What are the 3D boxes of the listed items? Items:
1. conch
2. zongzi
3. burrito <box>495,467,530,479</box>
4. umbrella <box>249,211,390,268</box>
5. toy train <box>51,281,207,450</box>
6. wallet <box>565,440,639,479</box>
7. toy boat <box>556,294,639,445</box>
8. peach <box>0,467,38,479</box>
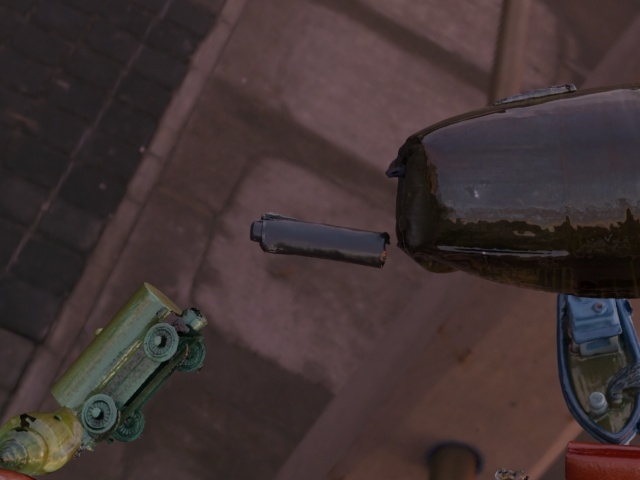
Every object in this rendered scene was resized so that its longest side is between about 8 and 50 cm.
[{"bbox_3d":[-0.390,0.280,1.713,0.095,0.079,0.201,46,25,18],"label":"conch"},{"bbox_3d":[0.286,-0.043,1.282,0.403,0.207,0.432,-4,-2,11],"label":"zongzi"},{"bbox_3d":[0.236,0.330,1.476,0.045,0.185,0.041,5,49,27],"label":"burrito"},{"bbox_3d":[0.000,0.002,1.157,0.133,0.031,0.036,8,53,-8],"label":"umbrella"},{"bbox_3d":[-0.332,0.209,2.117,0.189,0.307,0.126,42,3,18],"label":"toy train"},{"bbox_3d":[0.347,0.272,1.229,0.045,0.204,0.142,-16,102,-60],"label":"wallet"},{"bbox_3d":[0.335,0.142,1.469,0.109,0.098,0.238,-10,52,9],"label":"toy boat"},{"bbox_3d":[-0.334,0.363,1.230,0.238,0.281,0.281,19,34,21],"label":"peach"}]
